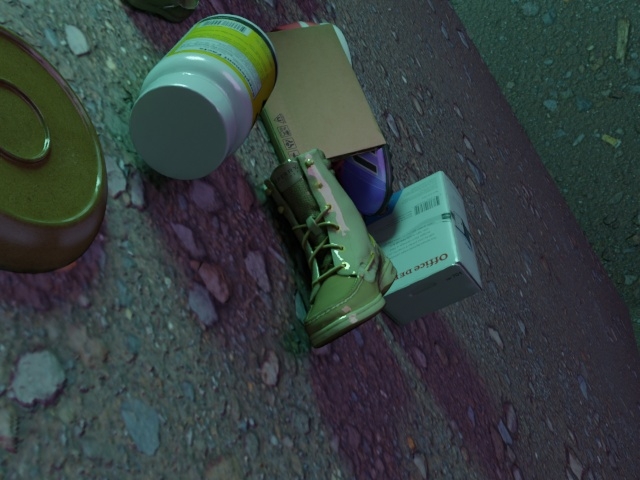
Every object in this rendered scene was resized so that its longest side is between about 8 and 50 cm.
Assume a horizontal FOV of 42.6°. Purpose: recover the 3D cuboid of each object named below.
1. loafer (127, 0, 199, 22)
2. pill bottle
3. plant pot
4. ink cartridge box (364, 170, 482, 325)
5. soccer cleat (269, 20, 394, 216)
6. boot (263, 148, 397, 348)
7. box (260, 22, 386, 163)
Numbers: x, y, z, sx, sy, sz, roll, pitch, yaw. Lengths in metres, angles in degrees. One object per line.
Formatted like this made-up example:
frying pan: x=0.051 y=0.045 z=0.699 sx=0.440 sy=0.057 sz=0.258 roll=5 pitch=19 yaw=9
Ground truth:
loafer: x=-0.182 y=-0.298 z=0.978 sx=0.056 sy=0.050 sz=0.148 roll=62 pitch=23 yaw=-1
pill bottle: x=-0.120 y=-0.153 z=0.864 sx=0.119 sy=0.119 sz=0.209 roll=53 pitch=26 yaw=-20
plant pot: x=-0.249 y=-0.088 z=0.639 sx=0.236 sy=0.032 sz=0.236 roll=47 pitch=27 yaw=-33
ink cartridge box: x=0.147 y=0.010 z=1.206 sx=0.082 sy=0.139 sz=0.191 roll=45 pitch=29 yaw=-38
soccer cleat: x=0.011 y=-0.179 z=1.212 sx=0.116 sy=0.108 sz=0.319 roll=-6 pitch=72 yaw=-40
boot: x=0.000 y=0.000 z=0.971 sx=0.204 sy=0.095 sz=0.262 roll=60 pitch=22 yaw=-6
box: x=-0.015 y=-0.202 z=1.141 sx=0.164 sy=0.021 sz=0.201 roll=-17 pitch=78 yaw=-30
